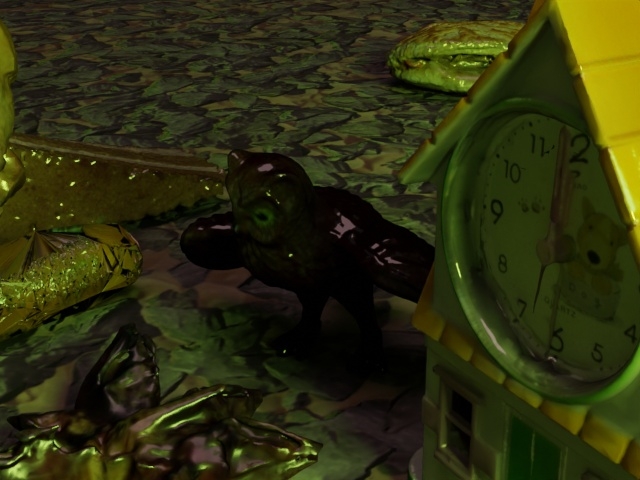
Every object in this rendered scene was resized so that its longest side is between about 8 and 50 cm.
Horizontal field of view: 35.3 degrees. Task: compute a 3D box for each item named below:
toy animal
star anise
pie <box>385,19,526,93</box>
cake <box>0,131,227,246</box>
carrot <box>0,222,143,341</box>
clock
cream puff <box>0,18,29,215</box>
[{"bbox_3d":[-0.003,-0.004,0.658,0.218,0.179,0.116,13,51,31],"label":"toy animal"},{"bbox_3d":[-0.099,0.103,0.558,0.212,0.053,0.157,2,24,11],"label":"star anise"},{"bbox_3d":[0.189,-0.247,1.344,0.205,0.084,0.179,0,21,7],"label":"pie"},{"bbox_3d":[-0.227,-0.061,0.902,0.295,0.113,0.116,-8,25,-31],"label":"cake"},{"bbox_3d":[-0.229,0.040,0.709,0.228,0.069,0.069,-22,31,-40],"label":"carrot"},{"bbox_3d":[0.147,0.015,0.431,0.166,0.309,0.235,-12,25,-28],"label":"clock"},{"bbox_3d":[-0.362,-0.075,0.644,0.327,0.231,0.343,4,-3,4],"label":"cream puff"}]
